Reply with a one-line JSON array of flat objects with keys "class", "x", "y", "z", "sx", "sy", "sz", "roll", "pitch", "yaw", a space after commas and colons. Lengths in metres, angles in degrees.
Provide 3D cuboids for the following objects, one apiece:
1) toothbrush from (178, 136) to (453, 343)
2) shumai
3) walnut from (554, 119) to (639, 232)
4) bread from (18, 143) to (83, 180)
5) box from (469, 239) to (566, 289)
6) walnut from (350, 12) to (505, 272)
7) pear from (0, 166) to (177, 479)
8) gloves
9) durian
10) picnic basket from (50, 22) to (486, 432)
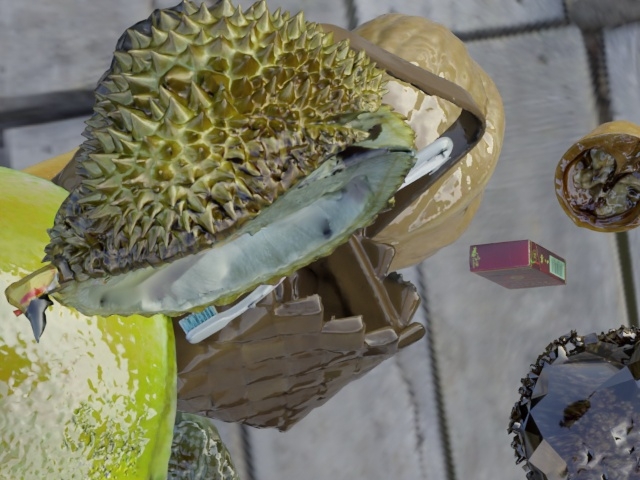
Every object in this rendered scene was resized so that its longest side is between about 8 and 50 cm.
[{"class": "toothbrush", "x": 0.000, "y": 0.000, "z": 1.137, "sx": 0.204, "sy": 0.017, "sz": 0.022, "roll": -35, "pitch": 61, "yaw": -4}, {"class": "shumai", "x": -0.156, "y": 0.267, "z": 1.985, "sx": 0.184, "sy": 0.142, "sz": 0.184, "roll": 1, "pitch": 98, "yaw": 4}, {"class": "walnut", "x": 0.255, "y": -0.062, "z": 1.595, "sx": 0.091, "sy": 0.052, "sz": 0.121, "roll": 36, "pitch": 136, "yaw": -3}, {"class": "bread", "x": -0.256, "y": -0.030, "z": 1.910, "sx": 0.134, "sy": 0.173, "sz": 0.085, "roll": 32, "pitch": 136, "yaw": 44}, {"class": "box", "x": 0.158, "y": 0.020, "z": 1.474, "sx": 0.051, "sy": 0.082, "sz": 0.023, "roll": -7, "pitch": 75, "yaw": 27}, {"class": "walnut", "x": 0.069, "y": -0.096, "z": 1.804, "sx": 0.225, "sy": 0.225, "sz": 0.261, "roll": 21, "pitch": 56, "yaw": 8}, {"class": "pear", "x": -0.315, "y": 0.114, "z": 1.369, "sx": 0.398, "sy": 0.165, "sz": 0.399, "roll": -4, "pitch": 81, "yaw": 26}, {"class": "gloves", "x": 0.294, "y": 0.155, "z": 1.381, "sx": 0.312, "sy": 0.135, "sz": 0.210, "roll": 2, "pitch": 93, "yaw": -11}, {"class": "durian", "x": -0.078, "y": -0.044, "z": 1.026, "sx": 0.237, "sy": 0.193, "sz": 0.138, "roll": -24, "pitch": 74, "yaw": -20}, {"class": "picnic basket", "x": -0.034, "y": -0.028, "z": 1.512, "sx": 0.321, "sy": 0.254, "sz": 0.291, "roll": -43, "pitch": 55, "yaw": 19}]
